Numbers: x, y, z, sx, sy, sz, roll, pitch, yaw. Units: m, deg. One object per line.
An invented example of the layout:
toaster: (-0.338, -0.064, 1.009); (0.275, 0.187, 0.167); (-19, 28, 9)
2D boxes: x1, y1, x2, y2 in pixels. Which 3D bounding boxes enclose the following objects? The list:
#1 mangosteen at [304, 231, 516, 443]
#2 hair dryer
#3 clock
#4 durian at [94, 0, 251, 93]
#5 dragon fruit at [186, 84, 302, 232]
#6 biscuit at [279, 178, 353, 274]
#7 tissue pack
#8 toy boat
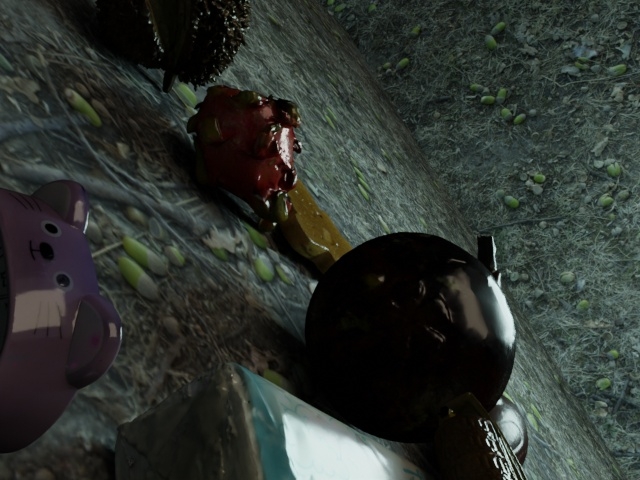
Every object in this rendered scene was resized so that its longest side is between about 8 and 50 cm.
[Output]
mangosteen: (0.100, 0.106, 0.848); (0.231, 0.231, 0.289); (56, 2, 5)
hair dryer: (0.203, 0.160, 0.941); (0.312, 0.123, 0.340); (-1, 92, -73)
clock: (-0.175, 0.030, 0.405); (0.050, 0.110, 0.153); (33, 27, -55)
durian: (-0.180, -0.269, 0.898); (0.196, 0.196, 0.167); (49, 29, -20)
dragon fruit: (-0.082, -0.100, 0.898); (0.150, 0.133, 0.208); (-43, 133, -38)
biscuit: (0.000, 0.000, 1.070); (0.239, 0.041, 0.212); (47, 12, -23)
tissue pack: (-0.001, 0.223, 0.497); (0.271, 0.124, 0.201); (40, 26, -42)
toy boat: (0.133, 0.193, 0.606); (0.088, 0.068, 0.226); (56, 10, -18)
